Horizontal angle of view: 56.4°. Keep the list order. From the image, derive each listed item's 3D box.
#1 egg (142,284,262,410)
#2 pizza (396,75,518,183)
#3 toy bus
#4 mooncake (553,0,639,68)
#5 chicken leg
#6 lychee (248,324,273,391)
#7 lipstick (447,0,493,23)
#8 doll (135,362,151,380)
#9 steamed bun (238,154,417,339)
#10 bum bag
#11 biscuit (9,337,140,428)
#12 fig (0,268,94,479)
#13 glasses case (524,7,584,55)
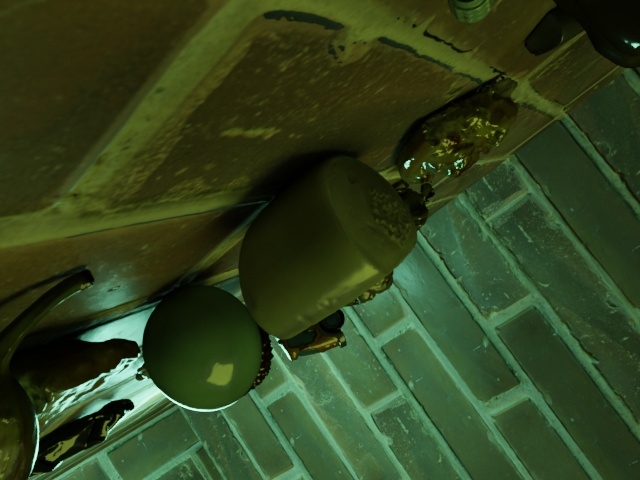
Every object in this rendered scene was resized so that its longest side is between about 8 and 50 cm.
[{"bbox_3d":[-0.170,0.161,0.878,0.168,0.168,0.230,-32,149,-18],"label":"egg"},{"bbox_3d":[0.231,-0.162,0.989,0.223,0.089,0.323,-32,173,5],"label":"pizza"},{"bbox_3d":[-0.042,0.120,1.110,0.136,0.209,0.126,-24,172,-6],"label":"toy bus"},{"bbox_3d":[0.243,-0.230,0.288,0.324,0.187,0.324,-36,173,-5],"label":"mooncake"},{"bbox_3d":[0.112,0.016,1.348,0.429,0.201,0.152,-52,-169,46],"label":"chicken leg"},{"bbox_3d":[-0.181,0.190,1.071,0.188,0.188,0.188,-34,172,-6],"label":"lychee"},{"bbox_3d":[0.110,-0.202,0.447,0.037,0.037,0.116,-37,168,12],"label":"lipstick"},{"bbox_3d":[-0.335,0.262,1.272,0.113,0.071,0.135,-11,155,-24],"label":"doll"},{"bbox_3d":[0.000,0.000,0.740,0.200,0.154,0.250,-35,179,25],"label":"steamed bun"},{"bbox_3d":[-0.578,0.468,1.383,0.326,0.079,0.142,-30,174,-32],"label":"bum bag"},{"bbox_3d":[-0.383,0.213,0.733,0.335,0.078,0.329,-33,174,-13],"label":"biscuit"},{"bbox_3d":[-0.281,0.123,0.506,0.245,0.149,0.149,-56,174,-7],"label":"fig"},{"bbox_3d":[0.370,-0.316,0.815,0.191,0.042,0.072,-33,179,-14],"label":"glasses case"}]
